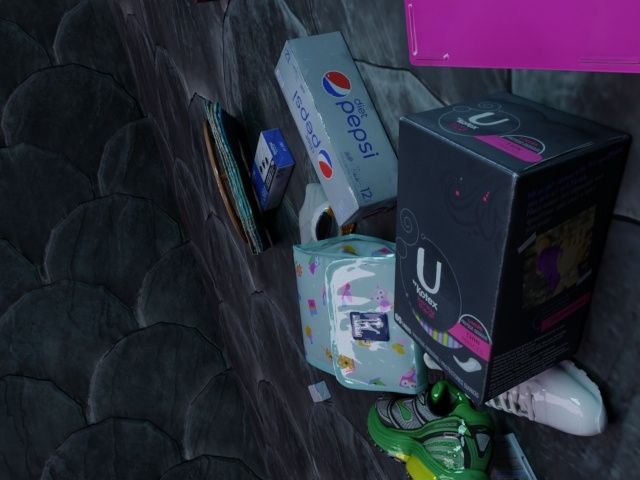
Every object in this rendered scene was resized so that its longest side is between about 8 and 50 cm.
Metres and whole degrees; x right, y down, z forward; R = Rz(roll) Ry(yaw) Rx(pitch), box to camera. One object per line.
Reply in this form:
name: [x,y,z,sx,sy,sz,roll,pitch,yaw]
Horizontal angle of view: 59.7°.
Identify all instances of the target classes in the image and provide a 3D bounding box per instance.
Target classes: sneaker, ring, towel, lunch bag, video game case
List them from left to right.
ring: [-0.233,-0.156,1.464,0.336,0.032,0.337,-18,-90,-89]
towel: [-0.195,-0.149,1.391,0.271,0.040,0.370,-95,-12,-87]
sneaker: [0.000,0.000,1.107,0.121,0.099,0.263,-118,30,-42]
lunch bag: [0.073,0.112,0.909,0.262,0.160,0.224,13,111,61]
sneaker: [0.181,0.293,0.889,0.343,0.134,0.146,175,114,-75]
sneaker: [0.229,0.174,0.675,0.235,0.094,0.090,23,126,60]
video game case: [0.278,0.339,0.796,0.122,0.011,0.087,65,157,16]

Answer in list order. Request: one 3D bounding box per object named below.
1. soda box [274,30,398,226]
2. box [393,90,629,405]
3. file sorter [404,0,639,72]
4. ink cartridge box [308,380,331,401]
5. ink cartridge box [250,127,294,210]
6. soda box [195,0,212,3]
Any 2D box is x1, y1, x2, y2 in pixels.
soda box: [0.030,-0.173,0.866,0.286,0.098,0.091,67,157,10]
box: [0.180,0.005,0.587,0.165,0.143,0.271,43,144,50]
file sorter: [0.172,-0.269,0.333,0.202,0.182,0.291,32,136,57]
ink cartridge box: [-0.004,0.408,1.506,0.048,0.028,0.083,68,158,11]
ink cartridge box: [-0.117,-0.160,1.301,0.097,0.046,0.207,65,158,17]
soda box: [-0.219,-0.610,1.136,0.092,0.083,0.263,68,159,10]
